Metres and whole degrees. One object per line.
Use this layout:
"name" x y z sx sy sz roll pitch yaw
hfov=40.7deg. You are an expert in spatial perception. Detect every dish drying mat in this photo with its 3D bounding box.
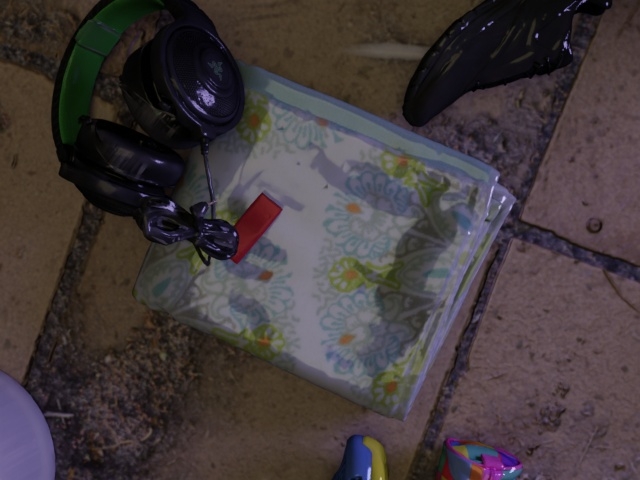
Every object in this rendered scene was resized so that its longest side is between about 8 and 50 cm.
"dish drying mat" -0.081 -0.014 0.989 0.032 0.008 0.083 40 96 2

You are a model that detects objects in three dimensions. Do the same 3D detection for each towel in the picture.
"towel" 0.000 0.000 1.025 0.375 0.090 0.320 25 93 5

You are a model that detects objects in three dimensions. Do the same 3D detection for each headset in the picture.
"headset" -0.199 -0.128 0.939 0.243 0.185 0.394 -48 57 20

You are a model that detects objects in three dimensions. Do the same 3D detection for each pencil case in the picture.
"pencil case" 0.165 0.354 1.010 0.105 0.104 0.236 12 91 5

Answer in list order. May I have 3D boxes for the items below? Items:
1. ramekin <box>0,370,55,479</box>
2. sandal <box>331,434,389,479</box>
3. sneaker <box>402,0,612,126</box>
"ramekin" -0.483 0.289 1.053 0.277 0.135 0.277 0 91 6
"sandal" -0.008 0.376 1.019 0.138 0.126 0.317 19 91 9
"sneaker" 0.216 -0.225 0.995 0.286 0.109 0.130 -44 93 7
